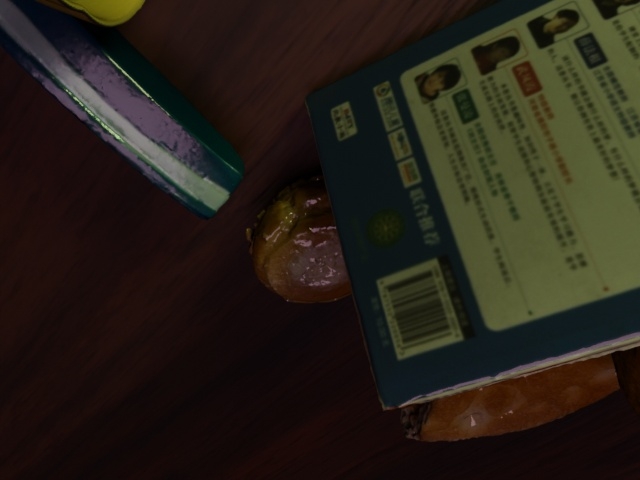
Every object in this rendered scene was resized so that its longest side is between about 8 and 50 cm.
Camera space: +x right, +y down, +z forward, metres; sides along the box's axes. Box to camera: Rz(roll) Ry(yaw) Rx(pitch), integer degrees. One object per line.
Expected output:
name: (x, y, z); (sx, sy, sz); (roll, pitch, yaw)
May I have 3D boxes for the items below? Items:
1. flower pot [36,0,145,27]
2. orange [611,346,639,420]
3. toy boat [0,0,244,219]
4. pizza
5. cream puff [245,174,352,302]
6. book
flower pot: (-0.208, -0.258, 0.366); (0.179, 0.195, 0.195); (17, 126, 5)
orange: (0.423, 0.062, 0.487); (0.322, 0.322, 0.357); (-16, 124, 14)
toy boat: (-0.187, -0.141, 0.501); (0.062, 0.096, 0.299); (-40, 114, 15)
pizza: (0.258, 0.175, 0.725); (0.365, 0.074, 0.182); (-31, 121, 23)
cream puff: (-0.002, -0.004, 0.585); (0.144, 0.103, 0.126); (-24, 127, 19)
book: (0.207, -0.076, 0.419); (0.428, 0.300, 0.039); (-21, 155, 18)
